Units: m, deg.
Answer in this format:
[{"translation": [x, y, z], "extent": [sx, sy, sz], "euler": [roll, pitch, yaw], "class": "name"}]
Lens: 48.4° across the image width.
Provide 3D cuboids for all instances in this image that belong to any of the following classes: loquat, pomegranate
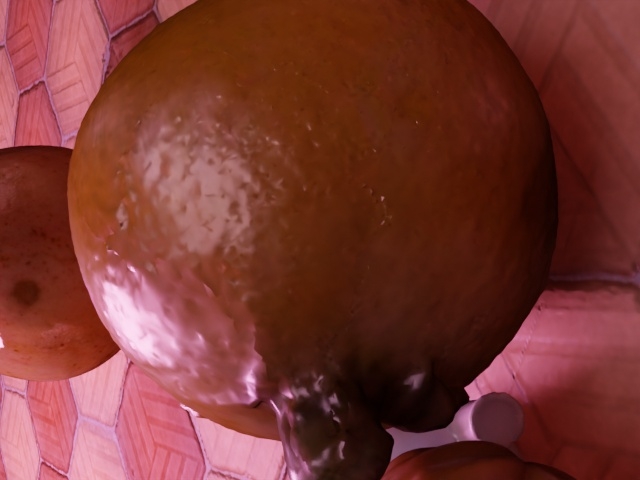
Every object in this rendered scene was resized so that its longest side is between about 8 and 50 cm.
[{"translation": [0.000, 0.000, 0.477], "extent": [0.328, 0.329, 0.359], "euler": [-51, 30, 39], "class": "loquat"}, {"translation": [-0.401, 0.030, 0.973], "extent": [0.338, 0.338, 0.337], "euler": [5, 96, 50], "class": "pomegranate"}]

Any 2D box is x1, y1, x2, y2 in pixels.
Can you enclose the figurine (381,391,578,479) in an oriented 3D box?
[{"translation": [0.090, 0.190, 0.461], "extent": [0.263, 0.142, 0.189], "euler": [113, 176, -87], "class": "figurine"}]
